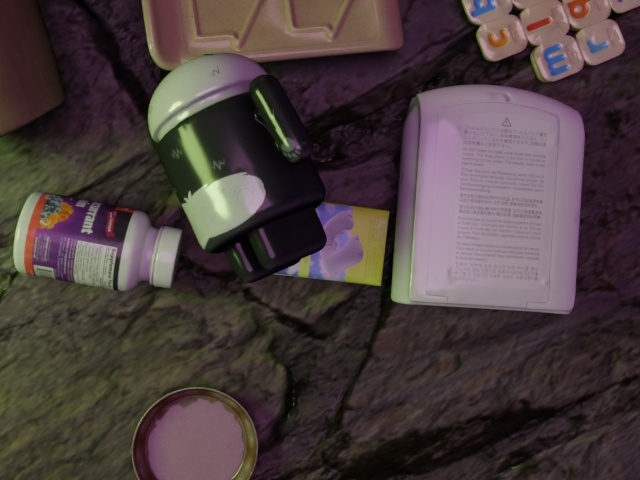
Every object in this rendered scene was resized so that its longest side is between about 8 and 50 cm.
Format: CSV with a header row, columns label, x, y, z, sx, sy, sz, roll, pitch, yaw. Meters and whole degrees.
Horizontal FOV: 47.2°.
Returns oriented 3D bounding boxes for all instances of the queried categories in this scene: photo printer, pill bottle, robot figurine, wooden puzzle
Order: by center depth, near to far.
label,x,y,z,sx,sy,sz,roll,pitch,yaw
robot figurine,-0.098,-0.094,0.907,0.209,0.173,0.278,-27,86,13
pill bottle,-0.281,0.006,0.944,0.193,0.108,0.108,11,88,-8
wooden puzzle,-0.074,-0.394,0.985,0.348,0.080,0.322,-8,89,-14
photo printer,0.231,-0.059,1.012,0.256,0.107,0.307,3,89,-8

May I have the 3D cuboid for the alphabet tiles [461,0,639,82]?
label,x,y,z,sx,sy,sz,roll,pitch,yaw
alphabet tiles,0.334,-0.381,1.070,0.278,0.021,0.284,-23,93,-7

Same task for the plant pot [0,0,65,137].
label,x,y,z,sx,sy,sz,roll,pitch,yaw
plant pot,-0.426,-0.238,0.874,0.263,0.263,0.229,-29,111,-7

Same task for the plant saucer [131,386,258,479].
label,x,y,z,sx,sy,sz,roll,pitch,yaw
plant saucer,-0.170,0.281,0.998,0.168,0.029,0.168,0,91,-8

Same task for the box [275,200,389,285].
label,x,y,z,sx,sy,sz,roll,pitch,yaw
box,0.000,0.000,1.015,0.178,0.042,0.109,7,89,-8
